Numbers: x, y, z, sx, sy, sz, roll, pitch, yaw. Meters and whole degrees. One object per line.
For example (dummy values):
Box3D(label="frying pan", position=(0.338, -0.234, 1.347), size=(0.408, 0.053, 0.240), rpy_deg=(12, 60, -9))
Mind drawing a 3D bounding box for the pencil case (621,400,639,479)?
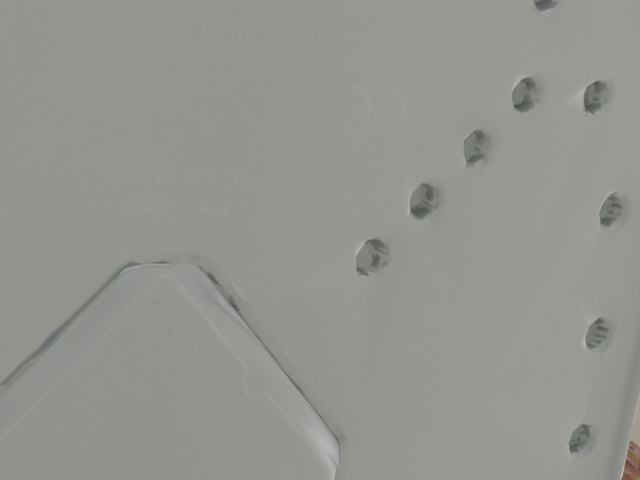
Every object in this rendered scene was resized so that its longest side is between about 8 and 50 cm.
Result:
Box3D(label="pencil case", position=(0.150, 0.047, 0.949), size=(0.184, 0.410, 0.160), rpy_deg=(-5, -10, -1))

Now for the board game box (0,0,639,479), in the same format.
Box3D(label="board game box", position=(-0.062, 0.064, 0.400), size=(0.390, 0.050, 0.389), rpy_deg=(-1, -72, -37))
